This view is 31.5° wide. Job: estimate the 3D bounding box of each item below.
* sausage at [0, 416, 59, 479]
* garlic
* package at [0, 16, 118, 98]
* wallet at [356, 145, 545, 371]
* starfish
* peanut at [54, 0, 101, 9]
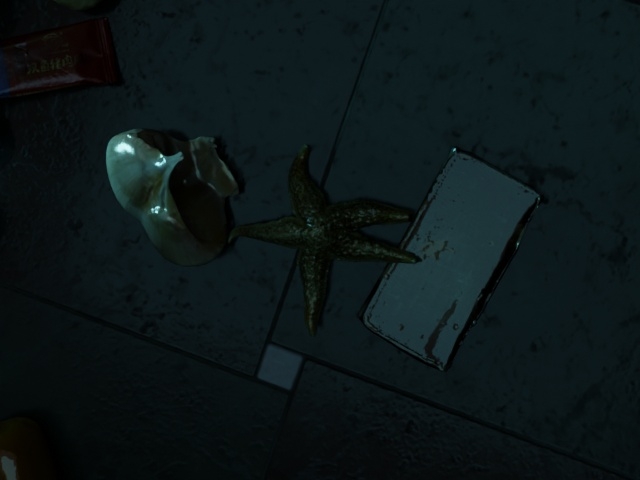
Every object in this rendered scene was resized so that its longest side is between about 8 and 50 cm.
[{"bbox_3d":[-0.344,0.329,1.336,0.098,0.098,0.238,-17,92,9],"label":"sausage"},{"bbox_3d":[-0.168,-0.051,1.278,0.124,0.099,0.174,-26,92,24],"label":"garlic"},{"bbox_3d":[-0.337,-0.201,1.300,0.200,0.022,0.083,-11,81,-5],"label":"package"},{"bbox_3d":[0.145,0.022,1.274,0.122,0.031,0.232,30,96,8],"label":"wallet"},{"bbox_3d":[-0.001,0.000,1.279,0.224,0.050,0.216,0,97,18],"label":"starfish"},{"bbox_3d":[-0.318,-0.333,1.276,0.187,0.082,0.082,42,99,2],"label":"peanut"}]
